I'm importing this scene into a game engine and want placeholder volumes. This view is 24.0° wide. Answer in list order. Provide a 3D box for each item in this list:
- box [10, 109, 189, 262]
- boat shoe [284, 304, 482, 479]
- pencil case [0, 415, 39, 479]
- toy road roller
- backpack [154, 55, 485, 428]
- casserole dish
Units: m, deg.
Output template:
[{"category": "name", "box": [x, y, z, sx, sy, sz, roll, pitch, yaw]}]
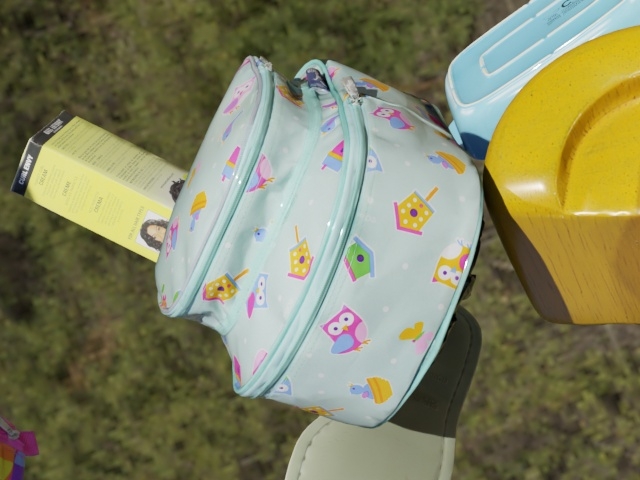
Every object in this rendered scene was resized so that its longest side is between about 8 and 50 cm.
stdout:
[{"category": "box", "box": [-0.146, -0.030, 1.320, 0.087, 0.232, 0.058, -64, 0, -64]}, {"category": "boat shoe", "box": [0.033, 0.119, 0.834, 0.081, 0.228, 0.069, 27, 128, 6]}, {"category": "pencil case", "box": [-0.337, 0.163, 1.273, 0.104, 0.104, 0.236, 64, -172, 25]}, {"category": "toy road roller", "box": [0.221, -0.068, 0.770, 0.202, 0.240, 0.329, 58, -141, -53]}, {"category": "backpack", "box": [0.000, 0.000, 0.762, 0.166, 0.144, 0.188, -64, 24, 15]}, {"category": "casserole dish", "box": [0.151, -0.126, 0.971, 0.037, 0.188, 0.114, 48, -163, -26]}]
